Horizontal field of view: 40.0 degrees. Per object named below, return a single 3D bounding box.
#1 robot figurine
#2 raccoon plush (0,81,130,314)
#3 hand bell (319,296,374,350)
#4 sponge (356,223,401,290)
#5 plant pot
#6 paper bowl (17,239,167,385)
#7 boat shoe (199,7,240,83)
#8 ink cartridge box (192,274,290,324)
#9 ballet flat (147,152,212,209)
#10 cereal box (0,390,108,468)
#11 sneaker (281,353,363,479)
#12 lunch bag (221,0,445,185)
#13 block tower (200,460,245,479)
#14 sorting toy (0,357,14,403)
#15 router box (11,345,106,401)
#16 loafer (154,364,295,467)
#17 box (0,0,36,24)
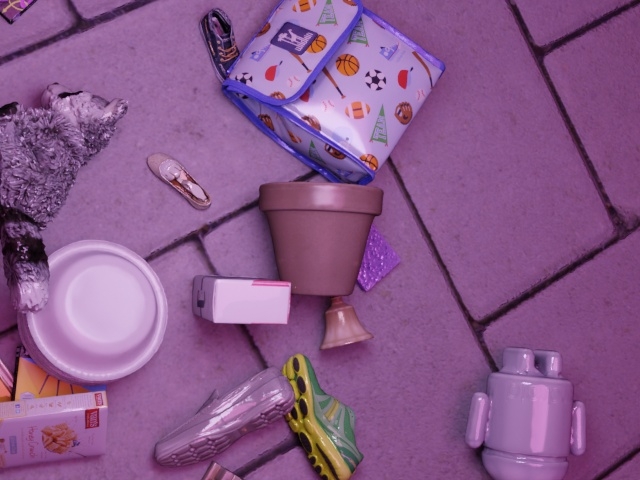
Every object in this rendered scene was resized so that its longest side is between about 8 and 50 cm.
[{"bbox_3d":[0.479,0.427,2.041,0.300,0.200,0.353,6,84,-9],"label":"robot figurine"},{"bbox_3d":[-0.502,-0.095,1.716,0.299,0.216,0.446,-9,91,-39],"label":"raccoon plush"},{"bbox_3d":[0.032,0.113,1.961,0.126,0.126,0.242,-10,83,-20],"label":"hand bell"},{"bbox_3d":[0.079,0.003,2.020,0.117,0.031,0.210,-42,100,-18],"label":"sponge"},{"bbox_3d":[0.000,0.000,1.853,0.263,0.263,0.229,1,89,-19],"label":"plant pot"},{"bbox_3d":[-0.439,0.138,1.733,0.284,0.148,0.284,9,71,-27],"label":"paper bowl"},{"bbox_3d":[-0.208,-0.414,1.920,0.065,0.083,0.183,-29,96,-19],"label":"boat shoe"},{"bbox_3d":[-0.169,0.121,1.826,0.158,0.218,0.092,3,91,-19],"label":"ink cartridge box"},{"bbox_3d":[-0.296,-0.132,1.886,0.168,0.052,0.057,40,75,-12],"label":"ballet flat"},{"bbox_3d":[-0.539,0.371,1.712,0.240,0.173,0.047,-3,46,-19],"label":"cereal box"},{"bbox_3d":[0.001,0.386,1.943,0.123,0.109,0.295,-23,90,-47],"label":"sneaker"},{"bbox_3d":[0.022,-0.345,1.922,0.385,0.239,0.328,36,74,-4],"label":"lunch bag"},{"bbox_3d":[-0.107,0.598,1.881,0.335,0.097,0.091,34,75,-13],"label":"block tower"},{"bbox_3d":[-0.700,0.303,1.722,0.193,0.038,0.208,-36,98,-18],"label":"sorting toy"},{"bbox_3d":[-0.521,0.284,1.762,0.179,0.046,0.133,8,79,-29],"label":"router box"},{"bbox_3d":[-0.209,0.374,1.865,0.319,0.112,0.111,-25,54,-12],"label":"loafer"},{"bbox_3d":[-0.625,-0.543,1.812,0.116,0.029,0.162,43,73,-12],"label":"box"}]
